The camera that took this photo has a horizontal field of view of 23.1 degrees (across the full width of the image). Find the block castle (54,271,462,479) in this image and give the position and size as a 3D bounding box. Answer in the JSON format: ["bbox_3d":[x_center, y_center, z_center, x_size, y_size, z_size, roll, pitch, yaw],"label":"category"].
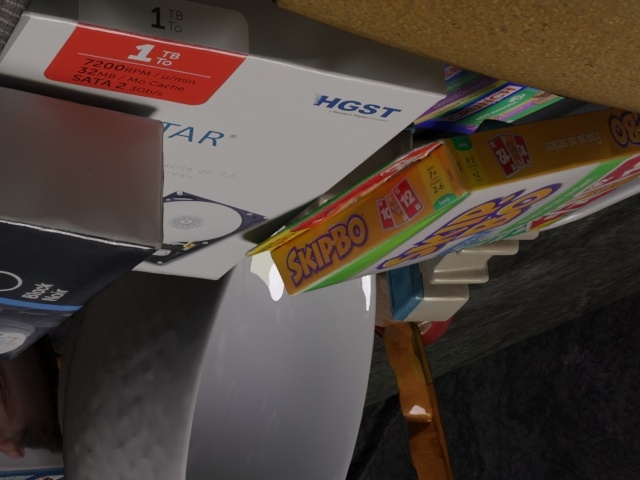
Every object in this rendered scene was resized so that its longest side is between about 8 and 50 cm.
[{"bbox_3d":[-0.077,0.203,1.412,0.453,0.303,0.213,-14,173,10],"label":"block castle"}]

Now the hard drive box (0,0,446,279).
[{"bbox_3d":[-0.082,-0.069,0.695,0.181,0.089,0.232,8,156,-25],"label":"hard drive box"}]

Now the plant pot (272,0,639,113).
[{"bbox_3d":[0.109,-0.140,0.527,0.254,0.237,0.237,-2,166,-7],"label":"plant pot"}]

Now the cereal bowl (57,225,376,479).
[{"bbox_3d":[-0.081,0.096,1.088,0.141,0.339,0.339,10,178,21],"label":"cereal bowl"}]

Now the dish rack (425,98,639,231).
[{"bbox_3d":[0.234,-0.091,1.227,0.333,0.072,0.285,-27,166,34],"label":"dish rack"}]

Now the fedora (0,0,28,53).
[{"bbox_3d":[-0.200,-0.099,0.406,0.244,0.124,0.275,-16,160,-22],"label":"fedora"}]

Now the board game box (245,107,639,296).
[{"bbox_3d":[0.087,-0.026,0.807,0.259,0.039,0.124,-10,163,-48],"label":"board game box"}]

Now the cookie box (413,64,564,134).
[{"bbox_3d":[0.114,-0.107,1.046,0.092,0.040,0.107,-24,166,30],"label":"cookie box"}]

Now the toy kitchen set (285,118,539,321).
[{"bbox_3d":[0.033,-0.034,1.029,0.166,0.122,0.207,0,159,-16],"label":"toy kitchen set"}]

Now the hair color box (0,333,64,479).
[{"bbox_3d":[-0.284,0.081,0.974,0.105,0.173,0.347,-22,168,13],"label":"hair color box"}]

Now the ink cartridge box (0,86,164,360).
[{"bbox_3d":[-0.242,-0.023,0.592,0.333,0.065,0.165,12,155,-29],"label":"ink cartridge box"}]

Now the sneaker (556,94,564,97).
[{"bbox_3d":[0.224,-0.143,0.844,0.182,0.127,0.315,-11,167,-42],"label":"sneaker"}]
